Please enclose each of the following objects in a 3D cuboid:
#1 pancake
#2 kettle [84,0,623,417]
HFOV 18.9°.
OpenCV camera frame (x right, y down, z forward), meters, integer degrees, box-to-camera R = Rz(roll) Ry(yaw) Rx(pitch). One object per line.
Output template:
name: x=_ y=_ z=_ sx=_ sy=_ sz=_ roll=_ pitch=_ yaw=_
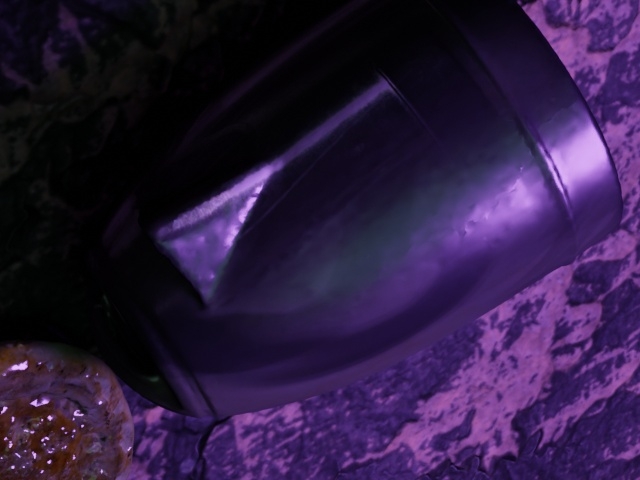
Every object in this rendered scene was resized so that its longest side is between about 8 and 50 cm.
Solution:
pancake: x=-0.224 y=0.168 z=1.286 sx=0.254 sy=0.037 sz=0.253 roll=-27 pitch=137 yaw=-28
kettle: x=0.000 y=0.000 z=1.273 sx=0.324 sy=0.228 sz=0.321 roll=-33 pitch=161 yaw=-8
